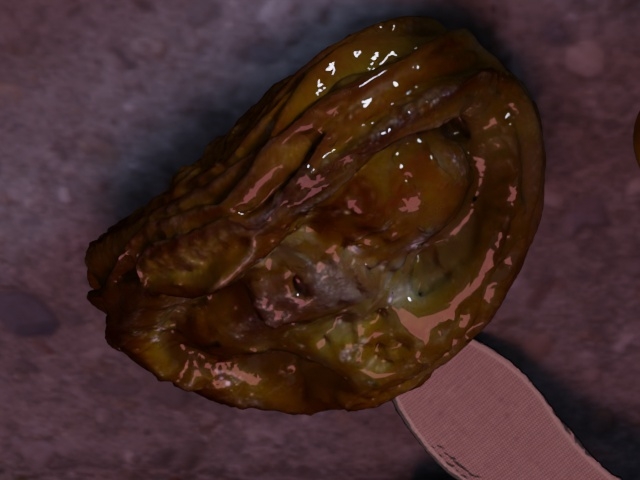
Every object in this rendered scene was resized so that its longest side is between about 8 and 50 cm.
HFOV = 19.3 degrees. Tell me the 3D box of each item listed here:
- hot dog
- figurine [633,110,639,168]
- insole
[{"bbox_3d":[-0.001,0.003,0.917,0.175,0.114,0.259,27,137,-26],"label":"hot dog"},{"bbox_3d":[0.277,-0.063,0.710,0.320,0.196,0.323,-26,114,21],"label":"figurine"},{"bbox_3d":[0.125,0.131,1.079,0.232,0.003,0.080,41,114,-11],"label":"insole"}]
